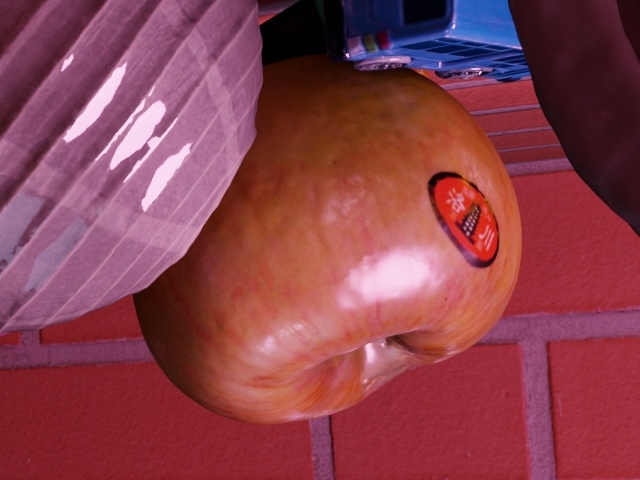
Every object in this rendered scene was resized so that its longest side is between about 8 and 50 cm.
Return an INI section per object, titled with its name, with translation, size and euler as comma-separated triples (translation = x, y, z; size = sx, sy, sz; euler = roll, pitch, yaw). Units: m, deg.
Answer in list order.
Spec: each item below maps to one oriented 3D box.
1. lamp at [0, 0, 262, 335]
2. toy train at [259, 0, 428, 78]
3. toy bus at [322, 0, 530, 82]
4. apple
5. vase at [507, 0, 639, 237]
[lamp]
translation = -0.145, -0.074, 0.754
size = 0.233, 0.233, 0.265
euler = -4, -172, -1
[toy train]
translation = -0.024, -0.100, 1.223
size = 0.228, 0.091, 0.136
euler = -27, 166, 19
[toy bus]
translation = 0.090, -0.142, 1.026
size = 0.106, 0.090, 0.185
euler = -8, 175, 38
[apple]
translation = 0.000, 0.000, 1.103
size = 0.261, 0.194, 0.261
euler = -19, 157, -8
[vase]
translation = 0.176, -0.098, 0.636
size = 0.245, 0.245, 0.291
euler = -4, -176, 3
